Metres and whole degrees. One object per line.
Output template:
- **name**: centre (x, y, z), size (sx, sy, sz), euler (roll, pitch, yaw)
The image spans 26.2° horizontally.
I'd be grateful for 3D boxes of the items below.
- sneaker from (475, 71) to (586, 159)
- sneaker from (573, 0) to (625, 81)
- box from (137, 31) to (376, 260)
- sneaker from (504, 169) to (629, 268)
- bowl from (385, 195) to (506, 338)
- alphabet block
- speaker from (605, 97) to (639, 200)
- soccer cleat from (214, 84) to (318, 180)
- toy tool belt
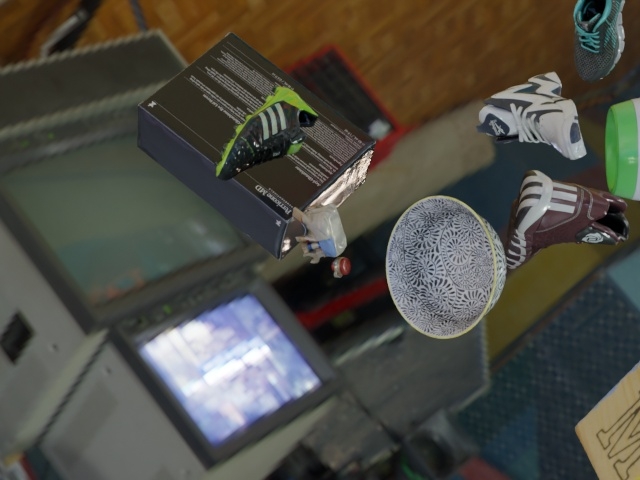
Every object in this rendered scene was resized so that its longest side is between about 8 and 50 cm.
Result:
- **sneaker**: centre (0.329, -0.183, 2.199), size (0.153, 0.235, 0.094), euler (-17, 127, 6)
- **sneaker**: centre (0.311, -0.251, 1.570), size (0.076, 0.065, 0.166), euler (-37, 141, -41)
- **box**: centre (-0.088, -0.128, 1.828), size (0.184, 0.261, 0.103), euler (-42, 162, -31)
- **sneaker**: centre (0.352, -0.012, 1.963), size (0.281, 0.162, 0.106), euler (81, 20, -77)
- **bowl**: centre (0.167, 0.030, 1.658), size (0.080, 0.170, 0.170), euler (-3, 144, -46)
- **alphabet block**: centre (0.534, 0.317, 2.075), size (0.193, 0.192, 0.197), euler (-51, -158, 17)
- **speaker**: centre (0.494, -0.110, 1.632), size (0.296, 0.131, 0.131), euler (-1, 166, 5)
- **soccer cleat**: centre (-0.061, -0.120, 1.619), size (0.179, 0.072, 0.060), euler (-52, 176, -44)
- **toy tool belt**: centre (0.000, 0.000, 1.515), size (0.051, 0.083, 0.052), euler (-1, -153, 33)
